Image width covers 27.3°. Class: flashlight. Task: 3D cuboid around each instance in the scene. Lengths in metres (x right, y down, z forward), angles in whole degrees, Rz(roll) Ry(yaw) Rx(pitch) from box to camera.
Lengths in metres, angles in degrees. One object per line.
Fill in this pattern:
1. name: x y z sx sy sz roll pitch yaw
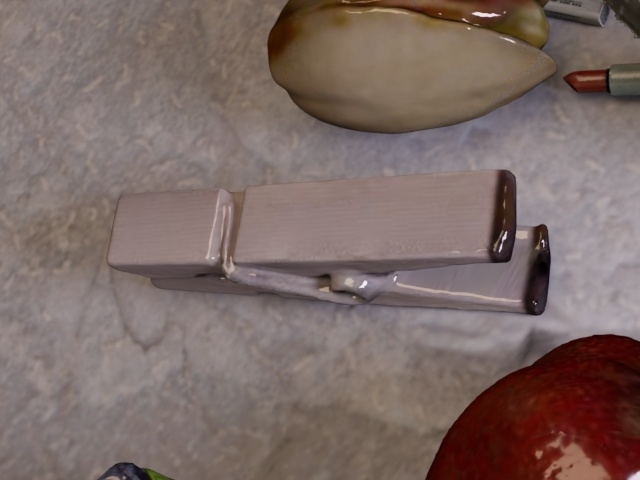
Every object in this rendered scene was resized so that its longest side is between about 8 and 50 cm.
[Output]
1. flashlight: 0.182 -0.183 1.022 0.083 0.018 0.018 18 79 30

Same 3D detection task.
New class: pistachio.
1. pistachio: 0.067 -0.148 0.989 0.215 0.144 0.143 -6 66 14

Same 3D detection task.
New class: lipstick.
1. lipstick: 0.240 -0.118 0.961 0.129 0.030 0.030 0 69 25

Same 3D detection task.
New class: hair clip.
1. hair clip: -0.001 0.004 0.981 0.331 0.101 0.085 -1 73 25

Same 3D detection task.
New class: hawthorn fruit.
1. hawthorn fruit: 0.150 0.172 0.808 0.251 0.190 0.189 -44 56 25

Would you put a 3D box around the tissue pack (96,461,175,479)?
1. tissue pack: -0.111 0.383 0.853 0.288 0.124 0.394 -42 58 4

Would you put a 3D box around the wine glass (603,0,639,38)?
1. wine glass: 0.294 -0.227 0.839 0.262 0.074 0.074 -36 59 -1
